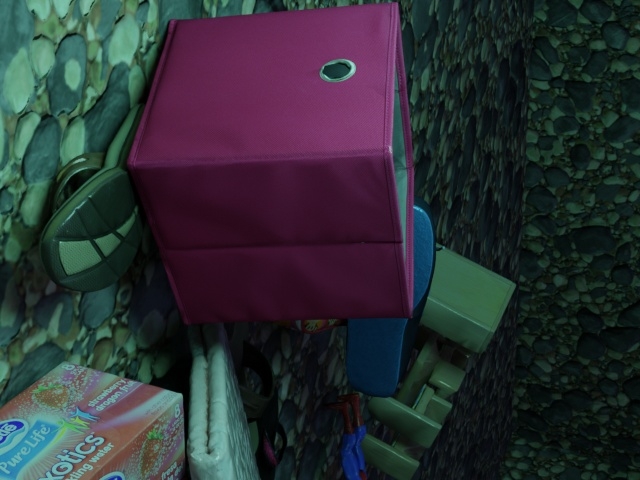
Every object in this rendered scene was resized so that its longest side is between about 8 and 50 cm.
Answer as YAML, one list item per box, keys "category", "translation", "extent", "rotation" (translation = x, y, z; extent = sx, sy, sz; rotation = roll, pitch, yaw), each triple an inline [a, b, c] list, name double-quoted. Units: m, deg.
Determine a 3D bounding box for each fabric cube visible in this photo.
- category: "fabric cube"
  translation: [-0.034, -0.083, 1.120]
  extent: [0.259, 0.258, 0.254]
  rotation: [79, 13, -46]

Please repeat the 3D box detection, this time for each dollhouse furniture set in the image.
- category: "dollhouse furniture set"
  translation: [0.183, 0.204, 2.059]
  extent: [0.362, 0.256, 0.394]
  rotation: [-53, 169, -47]

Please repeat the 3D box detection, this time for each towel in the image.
- category: "towel"
  translation: [-0.106, 0.298, 1.219]
  extent: [0.317, 0.053, 0.331]
  rotation: [-105, -177, -64]

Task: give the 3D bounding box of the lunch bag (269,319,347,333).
- category: "lunch bag"
  translation: [0.000, 0.000, 1.513]
  extent: [0.293, 0.120, 0.258]
  rotation: [9, 95, -72]

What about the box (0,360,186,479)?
- category: "box"
  translation: [-0.264, 0.252, 0.945]
  extent: [0.300, 0.154, 0.142]
  rotation: [-40, 137, -56]

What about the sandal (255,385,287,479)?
- category: "sandal"
  translation: [-0.076, 0.312, 1.600]
  extent: [0.067, 0.040, 0.179]
  rotation: [-35, 133, -61]

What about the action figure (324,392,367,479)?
- category: "action figure"
  translation: [0.033, 0.434, 1.900]
  extent: [0.091, 0.139, 0.280]
  rotation: [-16, 93, -63]

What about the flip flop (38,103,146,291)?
- category: "flip flop"
  translation: [-0.220, -0.049, 1.015]
  extent: [0.277, 0.080, 0.112]
  rotation: [-77, 167, -52]

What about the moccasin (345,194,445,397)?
- category: "moccasin"
  translation: [0.094, 0.070, 1.499]
  extent: [0.117, 0.138, 0.342]
  rotation: [-58, 165, -55]

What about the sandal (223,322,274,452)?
- category: "sandal"
  translation: [-0.110, 0.185, 1.385]
  extent: [0.120, 0.086, 0.302]
  rotation: [-47, 142, -54]
